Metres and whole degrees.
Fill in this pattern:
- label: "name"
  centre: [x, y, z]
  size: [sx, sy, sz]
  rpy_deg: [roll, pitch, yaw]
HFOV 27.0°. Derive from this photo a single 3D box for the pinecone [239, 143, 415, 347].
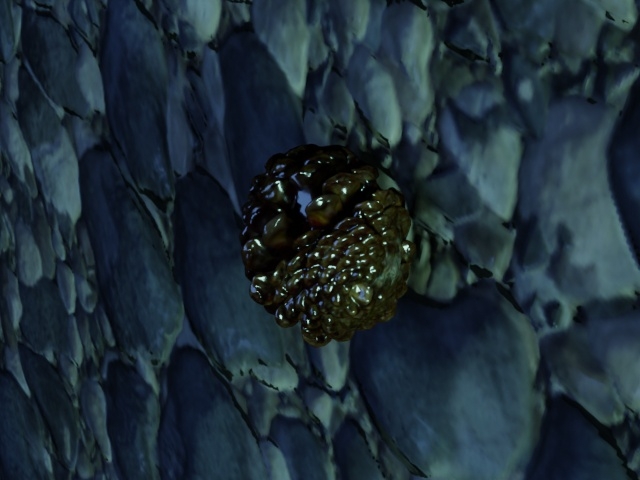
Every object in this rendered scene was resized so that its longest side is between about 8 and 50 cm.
- label: "pinecone"
  centre: [0.000, 0.000, 0.549]
  size: [0.083, 0.077, 0.077]
  rpy_deg: [48, 138, 49]
